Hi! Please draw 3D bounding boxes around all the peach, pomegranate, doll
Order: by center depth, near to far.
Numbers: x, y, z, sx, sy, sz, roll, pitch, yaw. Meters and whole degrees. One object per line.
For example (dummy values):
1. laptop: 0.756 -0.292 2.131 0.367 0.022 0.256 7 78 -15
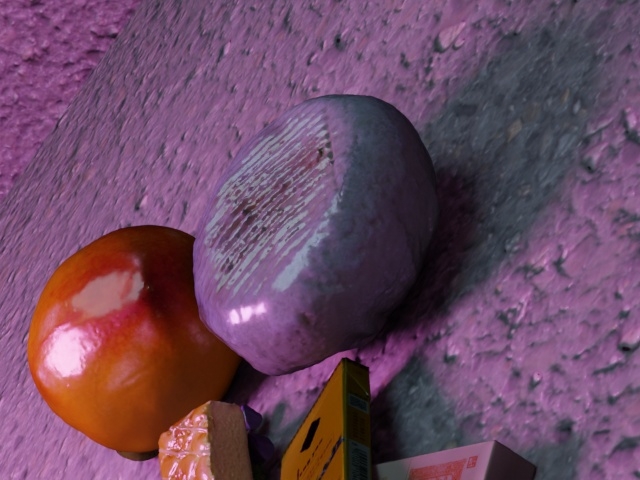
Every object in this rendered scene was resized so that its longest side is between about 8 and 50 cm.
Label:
1. doll: -0.099 0.276 1.977 0.115 0.050 0.190 -61 28 13
2. peach: -0.233 0.109 2.125 0.289 0.289 0.308 -92 7 -52
3. pomegranate: -0.243 0.270 2.237 0.073 0.084 0.073 -11 66 26

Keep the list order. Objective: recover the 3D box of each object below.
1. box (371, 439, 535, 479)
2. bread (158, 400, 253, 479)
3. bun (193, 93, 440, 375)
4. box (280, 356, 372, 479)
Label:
1. box: 0.107 0.277 1.581 0.201 0.058 0.141 -20 43 52
2. bread: -0.131 0.293 1.912 0.125 0.068 0.188 -44 45 44
3. bun: 0.000 0.000 1.925 0.362 0.211 0.362 -37 29 25
4. box: 0.003 0.254 1.737 0.153 0.041 0.279 -61 11 22
